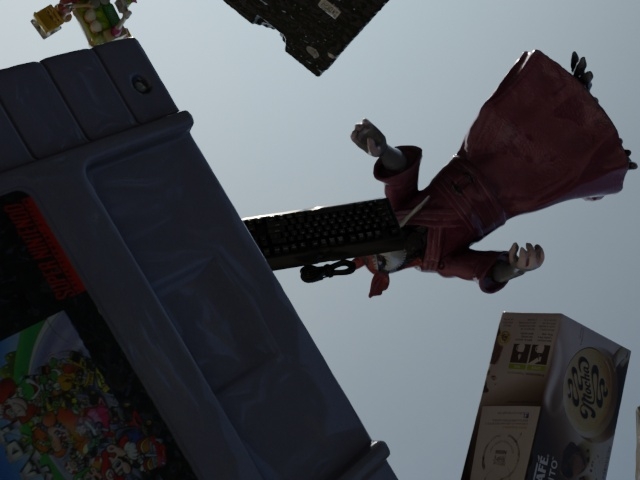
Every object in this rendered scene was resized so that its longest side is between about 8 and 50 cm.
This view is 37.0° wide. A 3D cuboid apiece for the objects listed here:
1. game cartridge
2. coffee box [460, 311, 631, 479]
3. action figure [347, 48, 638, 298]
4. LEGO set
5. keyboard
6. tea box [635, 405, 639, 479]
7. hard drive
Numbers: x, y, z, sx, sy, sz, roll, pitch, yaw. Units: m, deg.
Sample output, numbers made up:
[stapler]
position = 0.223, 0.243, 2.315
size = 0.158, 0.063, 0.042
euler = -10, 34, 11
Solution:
[game cartridge]
position = -0.100, 0.071, 0.506
size = 0.068, 0.230, 0.355
euler = -32, -91, 40
[coffee box]
position = 0.311, 0.266, 1.334
size = 0.119, 0.168, 0.297
euler = -5, -117, 54
[action figure]
position = 0.179, -0.067, 1.167
size = 0.370, 0.276, 0.248
euler = -36, -95, 3
[LEGO set]
position = -0.274, -0.266, 0.929
size = 0.287, 0.132, 0.107
euler = 43, -19, -14
[keyboard]
position = 0.000, 0.000, 1.050
size = 0.023, 0.180, 0.108
euler = 90, -13, -50
[tea box]
position = 0.420, 0.325, 0.754
size = 0.323, 0.220, 0.329
euler = -117, -161, -69
[hard drive]
position = -0.028, -0.310, 0.961
size = 0.237, 0.064, 0.339
euler = 38, -17, -7
